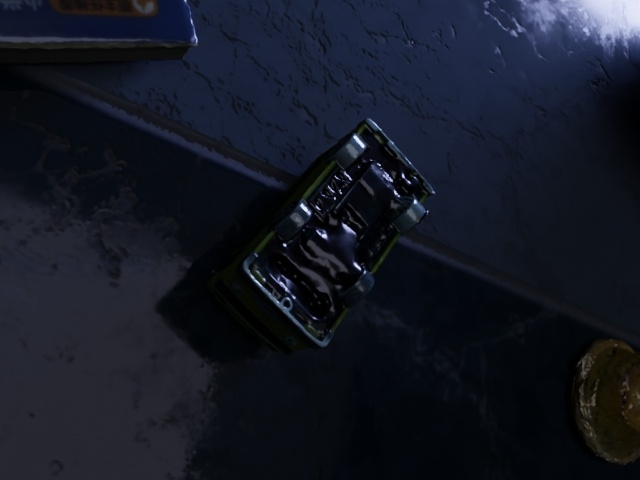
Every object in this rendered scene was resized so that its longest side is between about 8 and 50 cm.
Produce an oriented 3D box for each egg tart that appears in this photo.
[{"bbox_3d":[0.307,0.160,0.679,0.129,0.049,0.128,7,76,-29],"label":"egg tart"}]

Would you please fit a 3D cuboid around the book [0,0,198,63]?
[{"bbox_3d":[-0.274,-0.324,0.466,0.300,0.039,0.427,-11,83,-32],"label":"book"}]

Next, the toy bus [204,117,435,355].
[{"bbox_3d":[0.000,0.000,0.508,0.088,0.101,0.175,47,54,-12],"label":"toy bus"}]
